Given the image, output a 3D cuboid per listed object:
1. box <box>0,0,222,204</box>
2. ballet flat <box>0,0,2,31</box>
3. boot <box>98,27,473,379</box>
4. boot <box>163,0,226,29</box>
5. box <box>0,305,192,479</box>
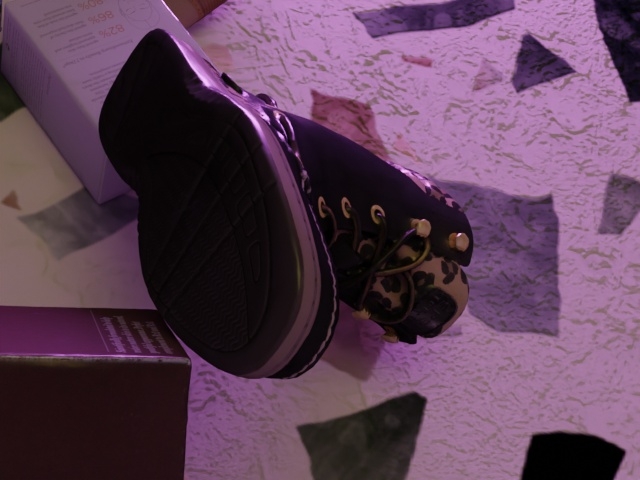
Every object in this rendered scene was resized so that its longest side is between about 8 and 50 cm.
[{"bbox_3d":[-0.180,-0.140,1.219,0.130,0.091,0.170,-26,67,-29],"label":"box"},{"bbox_3d":[-0.319,-0.143,1.210,0.070,0.070,0.188,30,56,5],"label":"ballet flat"},{"bbox_3d":[0.000,0.000,1.042,0.284,0.138,0.377,26,16,-34],"label":"boot"},{"bbox_3d":[-0.147,-0.339,1.302,0.248,0.090,0.207,50,62,-30],"label":"boot"},{"bbox_3d":[-0.182,0.156,0.918,0.167,0.168,0.203,3,98,-14],"label":"box"}]
